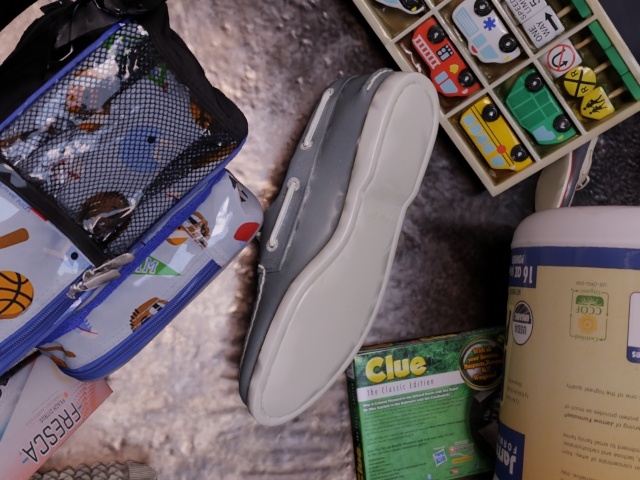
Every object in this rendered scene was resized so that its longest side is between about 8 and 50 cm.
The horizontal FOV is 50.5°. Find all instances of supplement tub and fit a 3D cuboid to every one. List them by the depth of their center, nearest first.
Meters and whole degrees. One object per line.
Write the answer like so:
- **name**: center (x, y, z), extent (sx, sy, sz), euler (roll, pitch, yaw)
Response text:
- **supplement tub**: center (0.262, 0.140, 0.553), extent (0.228, 0.228, 0.316), euler (6, 87, -16)

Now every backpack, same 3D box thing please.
- **backpack**: center (-0.188, -0.029, 0.453), extent (0.263, 0.276, 0.213), euler (-38, 113, -10)

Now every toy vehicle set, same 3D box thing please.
- **toy vehicle set**: center (0.152, -0.191, 0.606), extent (0.166, 0.035, 0.267), euler (-34, 100, 25)

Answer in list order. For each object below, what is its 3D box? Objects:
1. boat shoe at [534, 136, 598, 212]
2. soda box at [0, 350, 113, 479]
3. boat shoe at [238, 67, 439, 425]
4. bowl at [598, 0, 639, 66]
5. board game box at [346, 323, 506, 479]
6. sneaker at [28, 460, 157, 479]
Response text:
- **boat shoe**: center (0.251, -0.076, 0.679), extent (0.043, 0.049, 0.137), euler (19, 79, -17)
- **soda box**: center (-0.219, 0.132, 0.464), extent (0.058, 0.183, 0.063), euler (-29, 99, 15)
- **boat shoe**: center (0.000, 0.000, 0.591), extent (0.116, 0.099, 0.320), euler (24, 88, -50)
- **bowl**: center (0.314, -0.346, 0.686), extent (0.391, 0.077, 0.391), euler (0, 88, -16)
- **board game box**: center (0.154, 0.154, 0.655), extent (0.259, 0.030, 0.136), euler (-5, 93, -17)
- **sneaker**: center (-0.264, 0.258, 0.490), extent (0.293, 0.102, 0.146), euler (-3, 91, -17)
